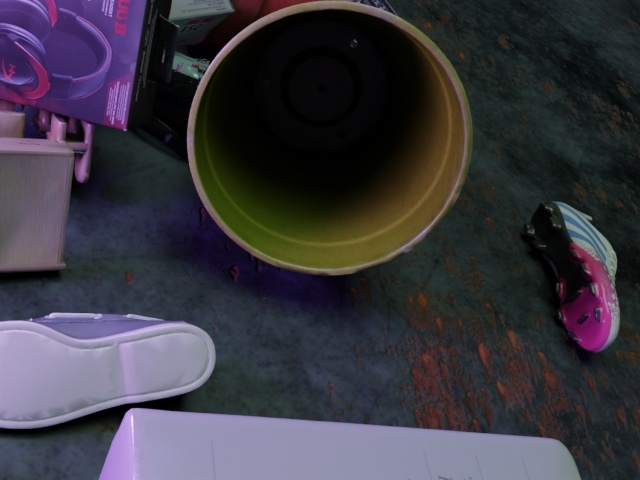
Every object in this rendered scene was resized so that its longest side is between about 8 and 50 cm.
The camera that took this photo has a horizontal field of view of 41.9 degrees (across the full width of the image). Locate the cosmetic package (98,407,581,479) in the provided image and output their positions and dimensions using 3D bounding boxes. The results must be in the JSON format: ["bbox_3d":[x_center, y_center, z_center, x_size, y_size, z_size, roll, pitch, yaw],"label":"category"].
[{"bbox_3d":[0.007,0.369,0.666,0.394,0.327,0.329,9,43,-22],"label":"cosmetic package"}]

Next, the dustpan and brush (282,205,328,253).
[{"bbox_3d":[0.000,0.000,1.281,0.211,0.060,0.147,-4,37,-26],"label":"dustpan and brush"}]

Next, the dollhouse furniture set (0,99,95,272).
[{"bbox_3d":[-0.409,-0.083,1.087,0.212,0.160,0.242,-1,26,-32],"label":"dollhouse furniture set"}]

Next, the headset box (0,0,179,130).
[{"bbox_3d":[-0.329,-0.280,1.096,0.293,0.218,0.110,15,17,3],"label":"headset box"}]

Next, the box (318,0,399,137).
[{"bbox_3d":[0.101,-0.282,1.488,0.270,0.060,0.216,49,64,-15],"label":"box"}]

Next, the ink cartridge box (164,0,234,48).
[{"bbox_3d":[-0.312,-0.322,1.327,0.275,0.239,0.060,-24,91,-45],"label":"ink cartridge box"}]

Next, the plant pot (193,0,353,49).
[{"bbox_3d":[-0.079,-0.447,1.565,0.265,0.272,0.272,18,40,-27],"label":"plant pot"}]

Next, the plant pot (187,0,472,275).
[{"bbox_3d":[0.006,-0.190,1.233,0.367,0.366,0.353,20,21,-11],"label":"plant pot"}]

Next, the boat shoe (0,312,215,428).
[{"bbox_3d":[-0.285,0.138,0.946,0.320,0.116,0.099,-2,5,-24],"label":"boat shoe"}]

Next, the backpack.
[{"bbox_3d":[-0.229,-0.229,1.328,0.182,0.151,0.115,24,28,10],"label":"backpack"}]

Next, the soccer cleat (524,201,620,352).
[{"bbox_3d":[0.470,0.055,1.447,0.143,0.116,0.331,12,42,-20],"label":"soccer cleat"}]
